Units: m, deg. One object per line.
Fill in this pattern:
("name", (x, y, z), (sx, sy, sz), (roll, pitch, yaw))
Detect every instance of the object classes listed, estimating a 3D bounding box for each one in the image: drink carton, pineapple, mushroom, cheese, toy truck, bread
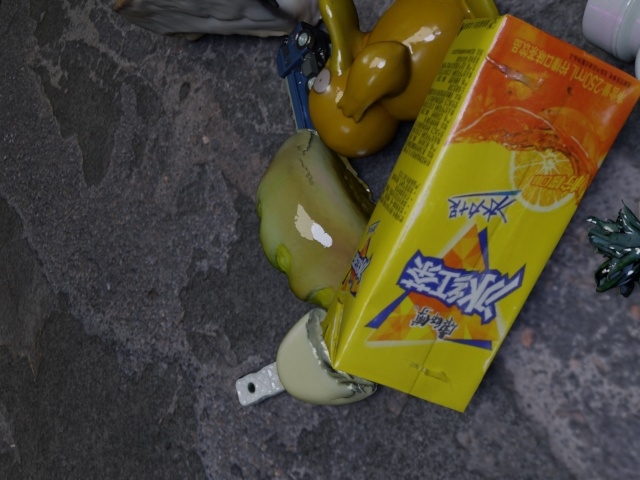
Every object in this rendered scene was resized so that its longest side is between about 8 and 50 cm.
("drink carton", (0.139, -0.021, 0.564), (0.111, 0.154, 0.351), (-106, 38, -71))
("pineapple", (0.338, 0.016, 0.471), (0.221, 0.103, 0.083), (5, 73, 36))
("mushroom", (-0.167, -0.468, 0.895), (0.397, 0.224, 0.314), (8, 87, 41))
("cheese", (-0.035, 0.176, 0.764), (0.235, 0.049, 0.127), (-33, 68, 37))
("toy truck", (-0.005, -0.204, 0.811), (0.088, 0.074, 0.202), (-31, 63, 40))
("bread", (-0.009, -0.011, 0.712), (0.158, 0.156, 0.261), (-38, 59, 25))

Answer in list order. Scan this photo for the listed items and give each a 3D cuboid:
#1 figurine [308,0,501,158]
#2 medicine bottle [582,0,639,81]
("figurine", (0.093, -0.201, 0.662), (0.228, 0.215, 0.215), (-4, 77, 15))
("medicine bottle", (0.370, -0.152, 0.466), (0.296, 0.111, 0.161), (44, 113, 34))
